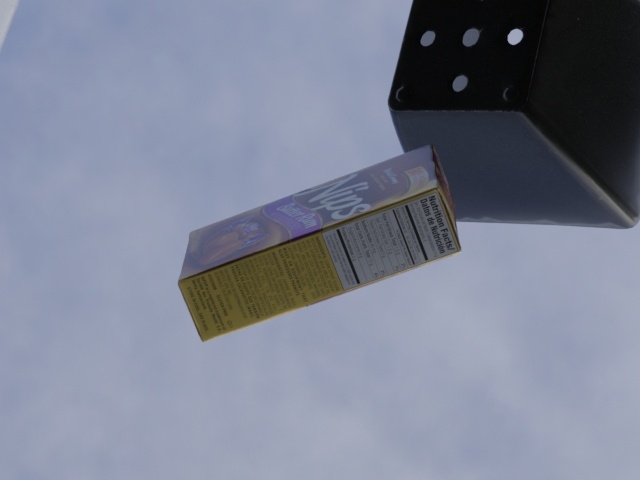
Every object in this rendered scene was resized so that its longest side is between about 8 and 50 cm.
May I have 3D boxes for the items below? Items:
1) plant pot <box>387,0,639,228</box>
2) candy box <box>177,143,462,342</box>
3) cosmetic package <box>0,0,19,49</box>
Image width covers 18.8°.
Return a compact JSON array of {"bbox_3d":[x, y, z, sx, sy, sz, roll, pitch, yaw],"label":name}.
[{"bbox_3d":[0.158,-0.127,1.561,0.187,0.167,0.188,3,-108,35],"label":"plant pot"},{"bbox_3d":[0.000,0.000,1.318,0.187,0.053,0.109,-19,-163,6],"label":"candy box"},{"bbox_3d":[-0.172,-0.149,0.376,0.284,0.377,0.097,21,-130,-10],"label":"cosmetic package"}]
